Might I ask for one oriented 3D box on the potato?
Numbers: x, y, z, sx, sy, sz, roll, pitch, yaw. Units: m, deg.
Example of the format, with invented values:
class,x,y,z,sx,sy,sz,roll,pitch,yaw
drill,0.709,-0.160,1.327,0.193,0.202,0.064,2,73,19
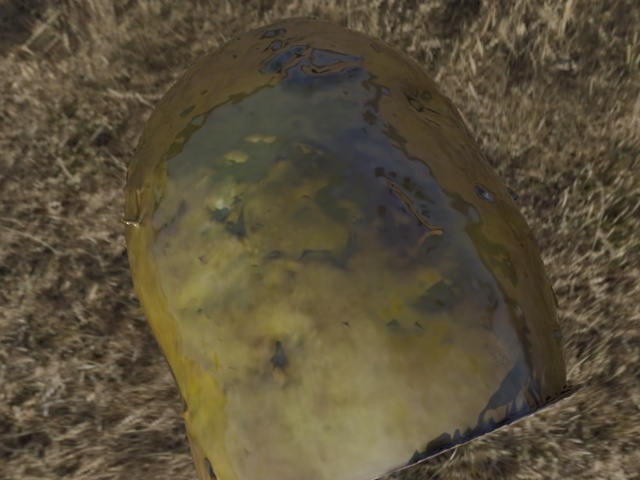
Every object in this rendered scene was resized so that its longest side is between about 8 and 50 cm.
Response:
class,x,y,z,sx,sy,sz,roll,pitch,yaw
potato,0.000,0.000,0.575,0.229,0.229,0.266,-25,76,3
